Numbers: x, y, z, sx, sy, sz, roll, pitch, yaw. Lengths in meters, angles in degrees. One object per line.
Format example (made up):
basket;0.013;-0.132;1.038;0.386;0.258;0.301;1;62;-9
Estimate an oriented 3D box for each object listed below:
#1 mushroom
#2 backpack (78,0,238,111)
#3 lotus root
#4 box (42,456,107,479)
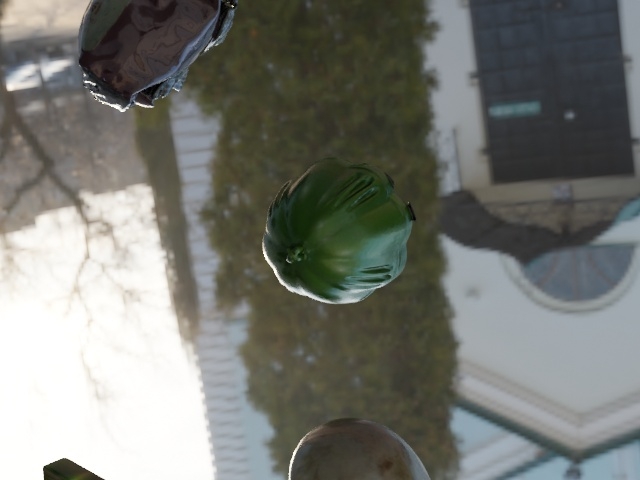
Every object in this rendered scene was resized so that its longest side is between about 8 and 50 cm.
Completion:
mushroom;0.025;0.416;1.827;0.290;0.297;0.297;-20;-174;15
backpack;-0.267;-0.331;1.944;0.283;0.197;0.317;-51;-167;-4
lotus root;0.000;0.000;1.466;0.186;0.186;0.186;-8;-171;1
box;-0.278;0.447;1.595;0.043;0.311;0.173;-19;-155;-41
